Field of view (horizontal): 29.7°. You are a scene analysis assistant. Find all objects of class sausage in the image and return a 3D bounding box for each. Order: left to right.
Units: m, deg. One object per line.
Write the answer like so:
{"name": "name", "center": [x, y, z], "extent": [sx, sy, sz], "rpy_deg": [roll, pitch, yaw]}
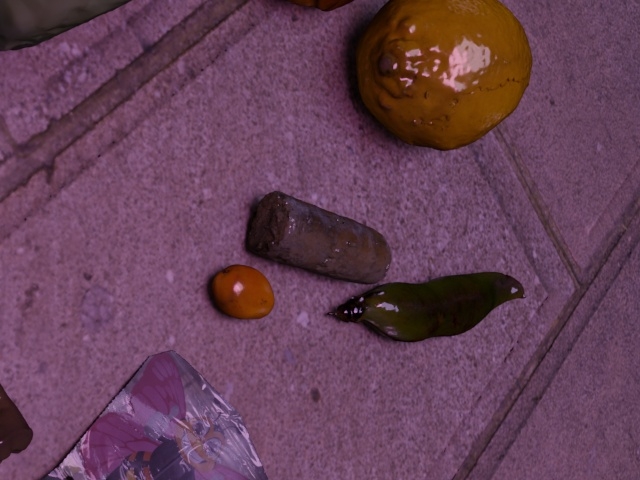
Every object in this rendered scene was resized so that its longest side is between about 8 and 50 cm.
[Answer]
{"name": "sausage", "center": [-0.148, 0.270, 1.205], "extent": [0.042, 0.036, 0.158], "rpy_deg": [41, 48, 10]}

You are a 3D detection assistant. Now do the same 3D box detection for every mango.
{"name": "mango", "center": [-0.081, 0.058, 1.304], "extent": [0.089, 0.046, 0.060], "rpy_deg": [37, 61, -49]}

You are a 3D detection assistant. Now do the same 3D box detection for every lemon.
{"name": "lemon", "center": [0.150, -0.213, 1.470], "extent": [0.260, 0.204, 0.204], "rpy_deg": [-11, 91, -53]}

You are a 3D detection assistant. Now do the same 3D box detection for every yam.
{"name": "yam", "center": [0.000, 0.000, 1.371], "extent": [0.179, 0.078, 0.078], "rpy_deg": [17, 72, -42]}

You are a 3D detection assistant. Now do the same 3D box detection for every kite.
{"name": "kite", "center": [-0.192, 0.258, 1.143], "extent": [0.360, 0.022, 0.204], "rpy_deg": [-37, 91, -41]}

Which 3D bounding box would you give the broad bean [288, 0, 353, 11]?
{"name": "broad bean", "center": [0.014, -0.352, 1.412], "extent": [0.228, 0.122, 0.156], "rpy_deg": [-30, 130, -37]}

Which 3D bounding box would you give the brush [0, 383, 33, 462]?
{"name": "brush", "center": [-0.380, 0.205, 0.980], "extent": [0.301, 0.071, 0.084], "rpy_deg": [-30, 88, -34]}

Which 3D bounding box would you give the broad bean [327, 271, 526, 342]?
{"name": "broad bean", "center": [0.142, 0.084, 1.505], "extent": [0.339, 0.061, 0.077], "rpy_deg": [-4, 74, -45]}

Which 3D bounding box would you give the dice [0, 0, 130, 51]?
{"name": "dice", "center": [-0.214, -0.367, 1.050], "extent": [0.330, 0.318, 0.322], "rpy_deg": [-42, 111, -41]}
